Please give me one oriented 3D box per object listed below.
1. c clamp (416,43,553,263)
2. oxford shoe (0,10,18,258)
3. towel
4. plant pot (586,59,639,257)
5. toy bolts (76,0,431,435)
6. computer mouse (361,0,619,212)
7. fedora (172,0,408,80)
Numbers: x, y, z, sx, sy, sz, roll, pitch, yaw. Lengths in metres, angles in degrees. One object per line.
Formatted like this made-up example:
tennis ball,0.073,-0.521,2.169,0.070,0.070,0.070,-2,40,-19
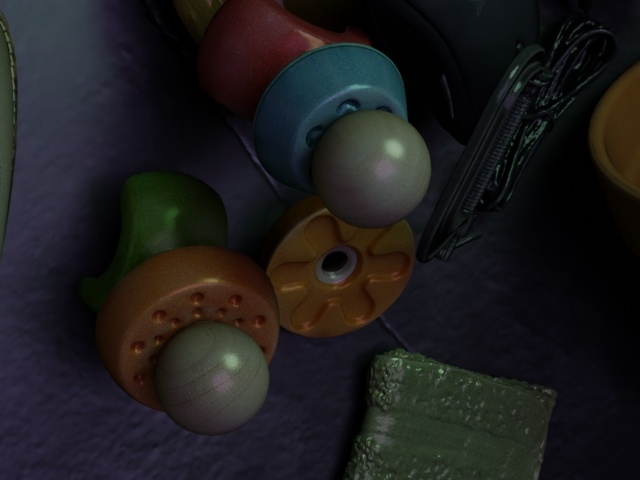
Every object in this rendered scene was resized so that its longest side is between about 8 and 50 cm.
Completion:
c clamp,0.094,-0.049,0.858,0.022,0.137,0.160,32,119,14
oxford shoe,-0.233,0.049,0.758,0.140,0.146,0.397,16,85,-24
towel,0.087,0.136,0.978,0.148,0.027,0.110,16,86,-26
plant pot,0.340,-0.011,0.967,0.291,0.291,0.203,-32,121,-21
toy bolts,0.000,0.000,0.814,0.218,0.158,0.228,9,118,-31
computer mouse,0.125,-0.138,0.901,0.184,0.060,0.262,-54,144,-16
fedora,-0.010,-0.170,0.890,0.194,0.079,0.194,-1,93,-23
